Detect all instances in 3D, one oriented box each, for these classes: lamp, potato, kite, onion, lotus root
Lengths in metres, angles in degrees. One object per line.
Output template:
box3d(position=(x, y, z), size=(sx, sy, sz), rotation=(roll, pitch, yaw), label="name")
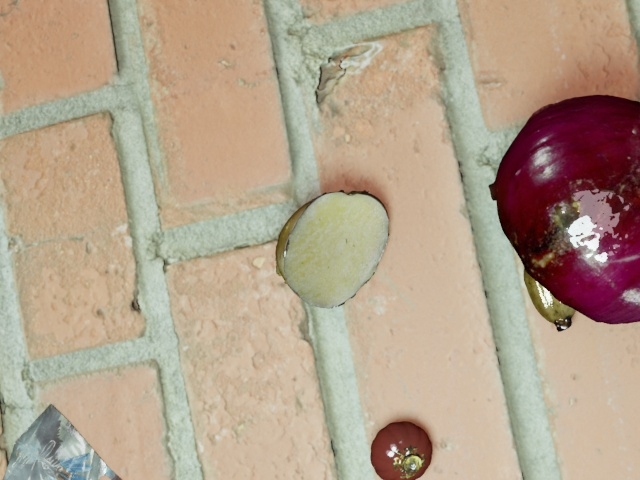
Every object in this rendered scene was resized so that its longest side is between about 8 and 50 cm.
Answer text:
box3d(position=(0.126, 0.331, 1.673), size=(0.101, 0.090, 0.101), rotation=(-4, 104, -17), label="lamp")
box3d(position=(0.000, 0.000, 1.726), size=(0.117, 0.182, 0.202), rotation=(20, 78, 56), label="potato")
box3d(position=(-0.402, 0.431, 1.813), size=(0.310, 0.015, 0.169), rotation=(37, 92, 16), label="kite")
box3d(position=(0.434, -0.081, 1.496), size=(0.348, 0.347, 0.385), rotation=(51, 132, 13), label="onion")
box3d(position=(0.355, 0.066, 1.667), size=(0.072, 0.063, 0.152), rotation=(-15, 87, 37), label="lotus root")
